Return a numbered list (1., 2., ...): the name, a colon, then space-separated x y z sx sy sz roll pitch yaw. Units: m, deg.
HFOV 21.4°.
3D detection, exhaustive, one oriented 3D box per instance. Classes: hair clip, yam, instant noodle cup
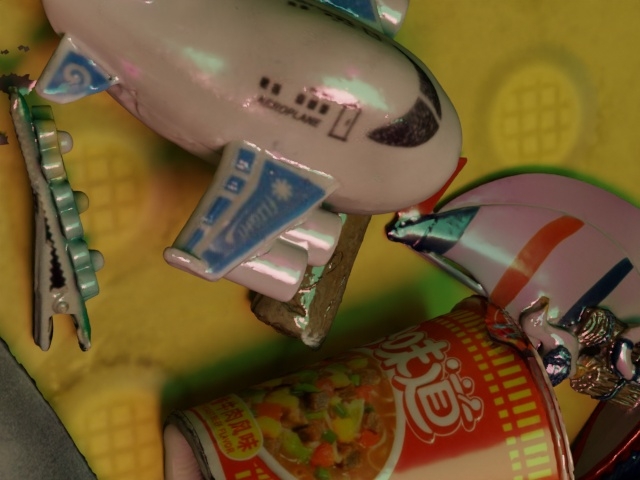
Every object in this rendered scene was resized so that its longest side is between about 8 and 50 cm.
1. hair clip: -0.152 -0.013 0.973 0.049 0.049 0.173 -19 124 -24
2. yam: 0.000 0.000 1.062 0.054 0.054 0.132 22 91 -31
3. instant noodle cup: 0.021 0.144 1.045 0.212 0.193 0.193 -12 107 -18

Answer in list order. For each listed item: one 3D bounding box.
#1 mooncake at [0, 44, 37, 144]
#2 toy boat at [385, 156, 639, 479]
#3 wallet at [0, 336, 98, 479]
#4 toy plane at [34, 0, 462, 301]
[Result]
1. mooncake: -0.203 -0.219 0.897 0.150 0.057 0.347 4 98 -32
2. toy boat: 0.190 0.027 1.179 0.219 0.072 0.318 -38 107 -13
3. wallet: -0.224 0.200 0.948 0.251 0.054 0.290 -49 120 -33
4. toy plane: -0.036 -0.097 0.964 0.266 0.122 0.267 7 74 -24
